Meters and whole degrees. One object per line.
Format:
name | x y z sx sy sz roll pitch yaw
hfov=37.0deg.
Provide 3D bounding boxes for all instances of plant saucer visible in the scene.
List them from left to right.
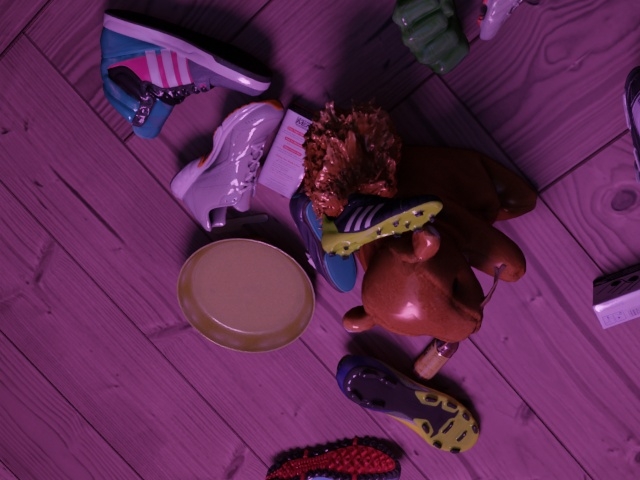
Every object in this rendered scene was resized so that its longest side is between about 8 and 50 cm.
plant saucer | -0.127 0.089 1.651 0.241 0.037 0.240 3 122 5

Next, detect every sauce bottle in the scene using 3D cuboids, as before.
sauce bottle | 0.207 0.187 1.629 0.042 0.042 0.128 37 115 -2

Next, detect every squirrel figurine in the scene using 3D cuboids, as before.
squirrel figurine | 0.103 -0.014 1.387 0.397 0.370 0.281 42 117 -4

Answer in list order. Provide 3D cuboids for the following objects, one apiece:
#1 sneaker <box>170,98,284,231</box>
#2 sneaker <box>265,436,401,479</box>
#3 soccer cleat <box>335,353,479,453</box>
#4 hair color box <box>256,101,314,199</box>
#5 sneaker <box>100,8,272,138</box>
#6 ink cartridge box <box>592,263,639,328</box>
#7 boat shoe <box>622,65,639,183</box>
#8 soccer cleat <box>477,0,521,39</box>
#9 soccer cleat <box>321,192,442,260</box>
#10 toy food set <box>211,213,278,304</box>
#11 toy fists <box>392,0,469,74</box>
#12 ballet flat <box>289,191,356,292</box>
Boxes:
sneaker | -0.128 -0.118 1.549 0.262 0.099 0.121 -44 74 34
sneaker | 0.036 0.445 1.771 0.262 0.104 0.125 -11 126 24
soccer cleat | 0.154 0.275 1.658 0.289 0.121 0.093 29 98 -19
hair color box | -0.043 -0.145 1.557 0.072 0.043 0.141 28 118 3
sneaker | -0.230 -0.240 1.523 0.296 0.124 0.178 23 112 14
ink cartridge box | 0.520 0.063 1.455 0.207 0.097 0.046 -24 104 24
boat shoe | 0.503 -0.119 1.378 0.113 0.105 0.306 -31 126 14
soccer cleat | 0.285 -0.370 1.357 0.076 0.068 0.196 23 114 2
soccer cleat | 0.071 -0.034 1.201 0.179 0.060 0.072 -22 65 33
toy food set | -0.124 0.052 1.666 0.132 0.038 0.192 -10 109 20
toy fists | 0.132 -0.369 1.357 0.096 0.142 0.279 -18 107 22
ballet flat | 0.000 0.000 1.592 0.074 0.074 0.203 -12 126 20
